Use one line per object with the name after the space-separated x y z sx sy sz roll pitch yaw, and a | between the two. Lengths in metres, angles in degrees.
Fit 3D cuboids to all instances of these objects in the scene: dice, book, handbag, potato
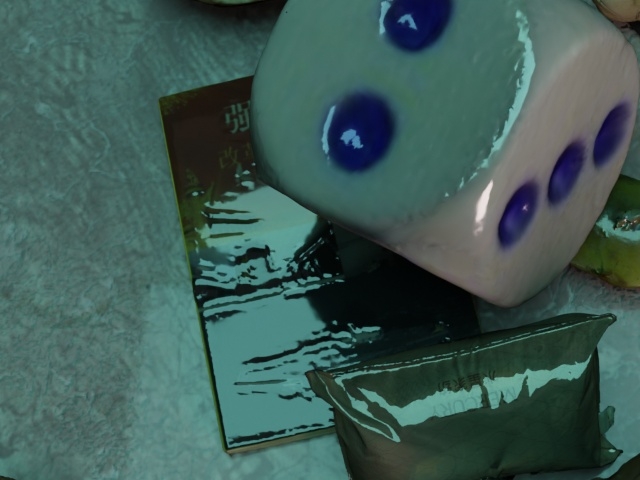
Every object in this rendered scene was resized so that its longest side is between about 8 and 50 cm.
0.110 -0.104 1.182 0.243 0.259 0.251 26 91 27 | dice
0.000 0.000 1.335 0.262 0.028 0.374 -13 71 2 | book
0.134 0.160 1.210 0.270 0.183 0.117 -12 32 -1 | handbag
0.264 -0.020 1.286 0.188 0.085 0.105 24 73 18 | potato

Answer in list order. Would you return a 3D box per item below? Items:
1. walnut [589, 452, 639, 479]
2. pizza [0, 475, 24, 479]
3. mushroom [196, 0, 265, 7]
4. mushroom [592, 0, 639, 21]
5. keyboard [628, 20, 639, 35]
0.303 0.297 1.098 0.273 0.227 0.273 -3 69 8 | walnut
-0.198 0.300 1.196 0.305 0.161 0.086 27 97 14 | pizza
-0.122 -0.364 1.346 0.208 0.301 0.233 -29 52 30 | mushroom
0.353 -0.300 1.361 0.223 0.092 0.081 -39 29 -18 | mushroom
0.347 -0.225 1.384 0.067 0.011 0.202 -36 72 -5 | keyboard
